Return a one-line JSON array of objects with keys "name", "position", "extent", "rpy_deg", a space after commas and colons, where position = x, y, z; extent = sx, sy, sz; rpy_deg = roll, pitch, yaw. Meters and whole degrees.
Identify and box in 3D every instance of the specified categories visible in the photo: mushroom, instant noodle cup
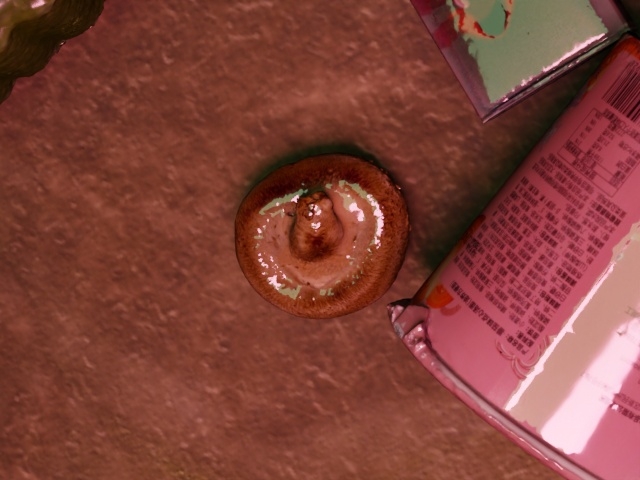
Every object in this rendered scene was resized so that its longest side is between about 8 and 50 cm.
[{"name": "mushroom", "position": [0.001, -0.005, 1.151], "extent": [0.126, 0.085, 0.109], "rpy_deg": [-6, 132, 16]}, {"name": "instant noodle cup", "position": [0.200, 0.017, 1.024], "extent": [0.243, 0.243, 0.231], "rpy_deg": [34, 100, 9]}]

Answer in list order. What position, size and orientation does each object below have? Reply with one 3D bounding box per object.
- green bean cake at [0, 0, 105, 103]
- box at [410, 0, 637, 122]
[{"name": "green bean cake", "position": [-0.279, -0.217, 1.146], "extent": [0.247, 0.156, 0.250], "rpy_deg": [-38, 86, 7]}, {"name": "box", "position": [0.100, -0.201, 1.096], "extent": [0.120, 0.069, 0.224], "rpy_deg": [-30, 88, 19]}]
